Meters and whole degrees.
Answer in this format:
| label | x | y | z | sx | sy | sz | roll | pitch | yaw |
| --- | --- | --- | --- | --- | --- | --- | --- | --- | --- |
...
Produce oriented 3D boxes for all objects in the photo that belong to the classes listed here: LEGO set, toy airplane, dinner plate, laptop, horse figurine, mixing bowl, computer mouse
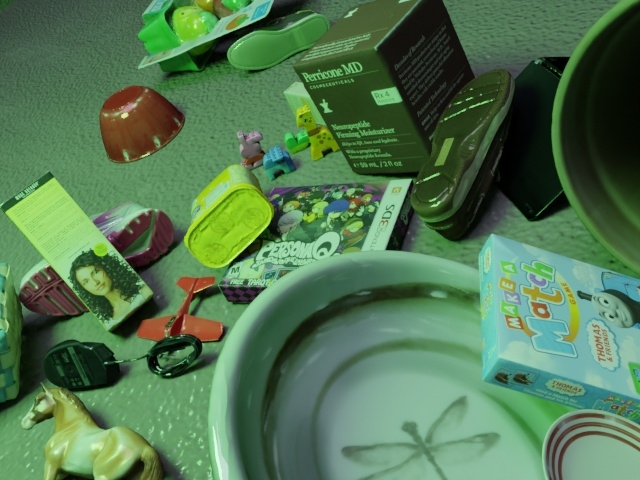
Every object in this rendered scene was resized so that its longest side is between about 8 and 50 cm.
| label | x | y | z | sx | sy | sz | roll | pitch | yaw |
| --- | --- | --- | --- | --- | --- | --- | --- | --- | --- |
| LEGO set | -0.039 | -0.181 | 1.137 | 0.227 | 0.093 | 0.087 | -24 | 39 | 2 |
| toy airplane | -0.189 | 0.100 | 0.951 | 0.151 | 0.028 | 0.151 | -16 | 39 | 14 |
| dinner plate | 0.230 | 0.192 | 0.516 | 0.141 | 0.017 | 0.141 | 11 | 42 | -10 |
| laptop | 0.369 | -0.150 | 0.943 | 0.264 | 0.137 | 0.234 | -4 | 37 | -14 |
| horse figurine | -0.264 | 0.265 | 0.778 | 0.263 | 0.066 | 0.174 | 0 | 51 | 32 |
| mixing bowl | -0.382 | -0.253 | 1.405 | 0.181 | 0.098 | 0.181 | -14 | 40 | 13 |
| computer mouse | -0.263 | 0.152 | 0.908 | 0.242 | 0.071 | 0.041 | -9 | 20 | 16 |

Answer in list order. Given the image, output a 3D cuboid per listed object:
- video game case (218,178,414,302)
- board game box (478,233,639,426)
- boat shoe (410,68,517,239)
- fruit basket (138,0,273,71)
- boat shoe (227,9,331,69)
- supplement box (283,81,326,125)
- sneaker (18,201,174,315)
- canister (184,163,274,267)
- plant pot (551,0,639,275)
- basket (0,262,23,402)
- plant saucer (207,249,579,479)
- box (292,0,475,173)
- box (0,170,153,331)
| label | x | y | z | sx | sy | sz | roll | pitch | yaw |
| --- | --- | --- | --- | --- | --- | --- | --- | --- | --- |
| video game case | 0.000 | 0.000 | 0.951 | 0.232 | 0.042 | 0.210 | -1 | 43 | 28 |
| board game box | 0.250 | 0.086 | 0.624 | 0.211 | 0.039 | 0.160 | 16 | 42 | -3 |
| boat shoe | 0.202 | -0.113 | 0.921 | 0.095 | 0.095 | 0.257 | 7 | 58 | 47 |
| fruit basket | -0.237 | -0.539 | 1.570 | 0.353 | 0.165 | 0.327 | -18 | 37 | 30 |
| boat shoe | -0.092 | -0.430 | 1.465 | 0.227 | 0.081 | 0.069 | -20 | 35 | -4 |
| supplement box | -0.012 | -0.243 | 1.217 | 0.098 | 0.062 | 0.036 | 21 | 59 | 42 |
| sneaker | -0.359 | 0.025 | 1.085 | 0.252 | 0.103 | 0.111 | -32 | 34 | -18 |
| canister | -0.136 | -0.043 | 1.003 | 0.126 | 0.073 | 0.170 | -44 | 20 | 6 |
| plant pot | 0.446 | -0.141 | 0.687 | 0.323 | 0.323 | 0.280 | 18 | 40 | 41 |
| basket | -0.571 | 0.147 | 0.945 | 0.289 | 0.201 | 0.255 | -2 | 33 | -20 |
| plant saucer | 0.101 | 0.179 | 0.566 | 0.400 | 0.100 | 0.400 | 11 | 41 | -10 |
| box | 0.105 | -0.227 | 1.004 | 0.168 | 0.203 | 0.167 | 3 | 46 | 47 |
| box | -0.346 | 0.018 | 0.983 | 0.087 | 0.232 | 0.058 | -42 | 1 | -18 |
